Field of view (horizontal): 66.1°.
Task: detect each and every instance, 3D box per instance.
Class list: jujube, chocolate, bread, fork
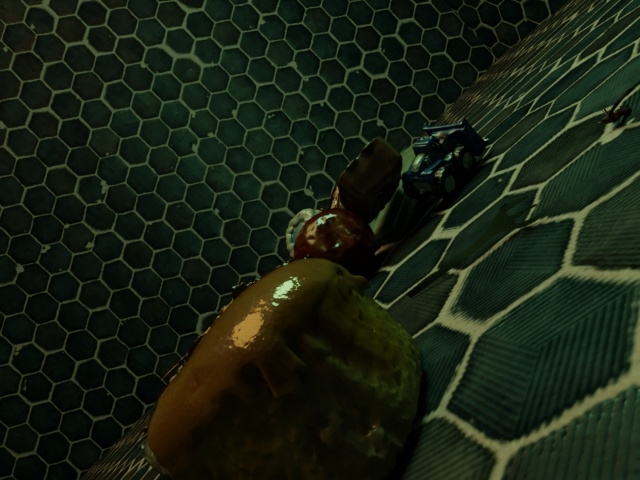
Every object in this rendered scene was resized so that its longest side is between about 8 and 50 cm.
[{"bbox_3d":[0.028,0.032,1.145,0.190,0.190,0.255,-46,-7,-21],"label":"jujube"},{"bbox_3d":[0.118,-0.128,1.103,0.148,0.093,0.214,-51,-12,-6],"label":"chocolate"},{"bbox_3d":[-0.024,0.131,0.460,0.262,0.204,0.162,-50,3,-21],"label":"bread"},{"bbox_3d":[0.193,0.014,0.658,0.235,0.039,0.021,-45,-2,43],"label":"fork"}]

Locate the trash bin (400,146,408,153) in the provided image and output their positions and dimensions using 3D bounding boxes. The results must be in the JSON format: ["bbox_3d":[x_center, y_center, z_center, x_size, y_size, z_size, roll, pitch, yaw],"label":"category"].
[{"bbox_3d":[0.215,-0.157,1.548,0.240,0.122,0.164,-44,3,37],"label":"trash bin"}]

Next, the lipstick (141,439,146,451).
[{"bbox_3d":[-0.334,0.440,1.276,0.289,0.076,0.077,-49,7,-22],"label":"lipstick"}]

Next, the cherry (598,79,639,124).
[{"bbox_3d":[0.399,-0.210,0.542,0.107,0.090,0.225,-58,-2,-12],"label":"cherry"}]

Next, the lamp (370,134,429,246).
[{"bbox_3d":[0.195,-0.117,1.262,0.269,0.047,0.266,-68,11,-13],"label":"lamp"}]

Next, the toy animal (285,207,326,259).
[{"bbox_3d":[0.000,0.000,1.706,0.204,0.208,0.156,-39,46,31],"label":"toy animal"}]

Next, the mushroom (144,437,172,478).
[{"bbox_3d":[-0.286,0.414,0.984,0.109,0.097,0.351,-50,10,-29],"label":"mushroom"}]

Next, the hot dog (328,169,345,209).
[{"bbox_3d":[0.080,-0.097,1.357,0.326,0.107,0.194,-77,14,-48],"label":"hot dog"}]

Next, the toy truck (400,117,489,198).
[{"bbox_3d":[0.265,-0.187,1.079,0.113,0.126,0.208,5,45,49],"label":"toy truck"}]
